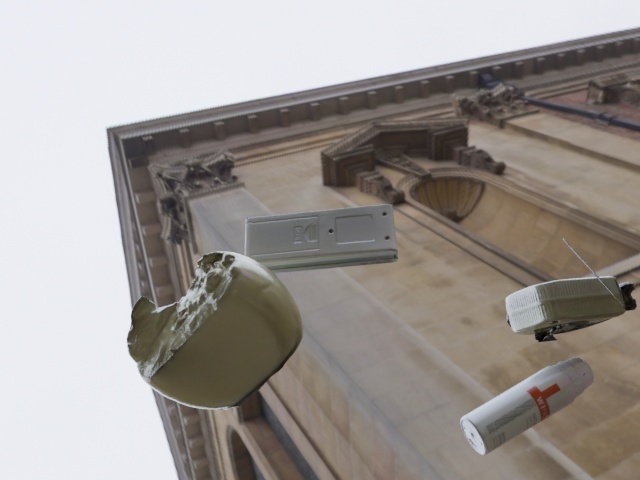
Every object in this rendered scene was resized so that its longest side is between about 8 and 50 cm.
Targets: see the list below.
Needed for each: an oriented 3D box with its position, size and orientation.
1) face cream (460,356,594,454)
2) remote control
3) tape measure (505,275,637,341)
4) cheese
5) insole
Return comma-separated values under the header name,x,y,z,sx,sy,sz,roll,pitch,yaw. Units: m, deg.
name,x,y,z,sx,sy,sz,roll,pitch,yaw
face cream,0.496,0.377,1.473,0.345,0.102,0.102,-25,-58,-15
remote control,0.000,0.000,1.158,0.277,0.103,0.055,-5,-33,5
tape measure,0.618,0.179,1.598,0.271,0.231,0.133,-5,-108,-19
cheese,-0.165,0.145,1.000,0.266,0.127,0.233,-45,-62,10
insole,0.547,0.061,1.264,0.004,0.188,0.064,-42,-42,16
